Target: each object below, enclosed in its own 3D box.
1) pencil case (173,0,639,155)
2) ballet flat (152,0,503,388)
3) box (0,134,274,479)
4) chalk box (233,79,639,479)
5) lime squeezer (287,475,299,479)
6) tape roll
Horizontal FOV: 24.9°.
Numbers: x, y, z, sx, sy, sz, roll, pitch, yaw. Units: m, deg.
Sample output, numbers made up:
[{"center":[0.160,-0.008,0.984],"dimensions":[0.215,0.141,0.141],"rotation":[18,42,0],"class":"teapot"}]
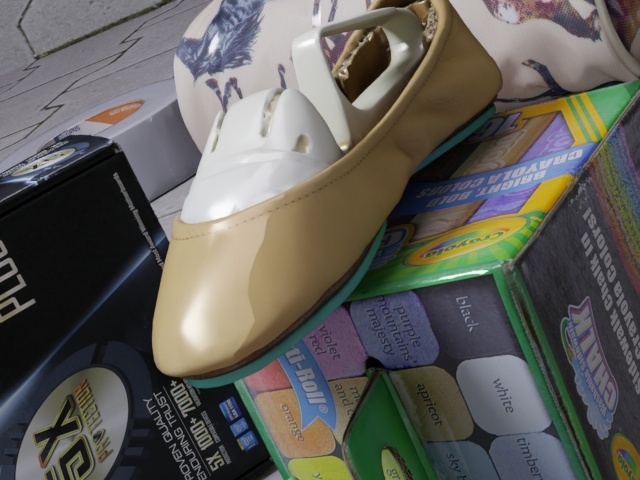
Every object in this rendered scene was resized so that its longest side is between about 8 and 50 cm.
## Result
[{"center":[0.078,-0.146,1.068],"dimensions":[0.410,0.183,0.160],"rotation":[-11,50,39],"class":"pencil case"},{"center":[-0.004,-0.034,0.529],"dimensions":[0.080,0.073,0.232],"rotation":[-14,20,33],"class":"ballet flat"},{"center":[-0.129,0.062,0.685],"dimensions":[0.147,0.180,0.077],"rotation":[-31,18,-19],"class":"box"},{"center":[0.058,0.048,0.552],"dimensions":[0.132,0.132,0.213],"rotation":[-11,20,37],"class":"chalk box"},{"center":[-0.133,0.186,0.478],"dimensions":[0.310,0.059,0.110],"rotation":[-26,61,6],"class":"lime squeezer"},{"center":[-0.208,-0.080,1.409],"dimensions":[0.219,0.072,0.219],"rotation":[-22,18,7],"class":"tape roll"}]
